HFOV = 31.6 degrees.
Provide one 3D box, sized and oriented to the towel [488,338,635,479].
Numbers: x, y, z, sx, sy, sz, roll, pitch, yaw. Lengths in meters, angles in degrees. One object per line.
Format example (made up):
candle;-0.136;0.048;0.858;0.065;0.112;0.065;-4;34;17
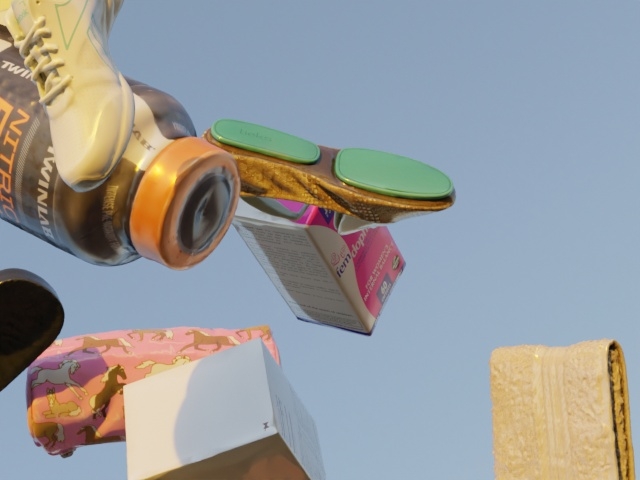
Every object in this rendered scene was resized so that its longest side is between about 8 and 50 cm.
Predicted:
towel;0.274;0.258;1.303;0.049;0.187;0.282;1;-98;-40

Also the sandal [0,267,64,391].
sandal;-0.523;0.225;1.525;0.167;0.107;0.446;36;-81;-34

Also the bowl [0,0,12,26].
bowl;-0.317;-0.305;0.947;0.298;0.134;0.297;1;-92;-19

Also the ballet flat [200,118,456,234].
ballet flat;0.003;-0.043;0.903;0.206;0.073;0.067;15;-56;4

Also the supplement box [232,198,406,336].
supplement box;0.000;0.000;1.300;0.111;0.114;0.220;-62;-37;-25

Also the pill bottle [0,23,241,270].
pill bottle;-0.177;-0.064;0.796;0.130;0.246;0.130;-45;-32;-39

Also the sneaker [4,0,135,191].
sneaker;-0.135;-0.096;0.585;0.054;0.152;0.061;-24;-27;34

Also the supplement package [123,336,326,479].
supplement package;-0.117;0.261;1.420;0.194;0.149;0.203;-20;-44;7

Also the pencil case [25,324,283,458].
pencil case;-0.241;0.221;1.690;0.386;0.160;0.167;-4;-51;-9
